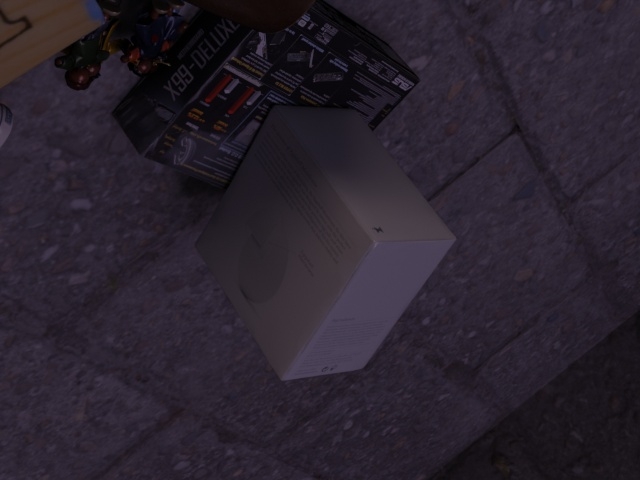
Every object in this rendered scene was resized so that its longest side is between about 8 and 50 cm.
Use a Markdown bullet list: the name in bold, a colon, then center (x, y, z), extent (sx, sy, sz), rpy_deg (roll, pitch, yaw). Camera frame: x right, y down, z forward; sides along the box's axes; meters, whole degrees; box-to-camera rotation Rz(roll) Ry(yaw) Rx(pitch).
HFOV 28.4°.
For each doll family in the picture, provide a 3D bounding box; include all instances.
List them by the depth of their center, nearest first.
- **doll family**: center (-0.196, -0.203, 1.276), extent (0.193, 0.076, 0.111), rpy_deg (-12, 137, -42)

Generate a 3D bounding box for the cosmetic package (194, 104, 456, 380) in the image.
- **cosmetic package**: center (0.000, 0.000, 1.455), extent (0.138, 0.224, 0.224), rpy_deg (-4, 138, -42)

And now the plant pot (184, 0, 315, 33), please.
- **plant pot**: center (-0.125, -0.310, 1.102), extent (0.230, 0.215, 0.215), rpy_deg (8, 129, -33)

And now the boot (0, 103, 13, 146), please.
- **boot**: center (-0.397, -0.080, 1.256), extent (0.190, 0.069, 0.086), rpy_deg (-47, 134, 14)

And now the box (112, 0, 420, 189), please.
- **box**: center (-0.053, -0.167, 1.471), extent (0.242, 0.076, 0.307), rpy_deg (-46, 149, 16)

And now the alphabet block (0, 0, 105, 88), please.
- **alphabet block**: center (-0.320, -0.229, 0.997), extent (0.197, 0.192, 0.193), rpy_deg (-35, 148, -7)
